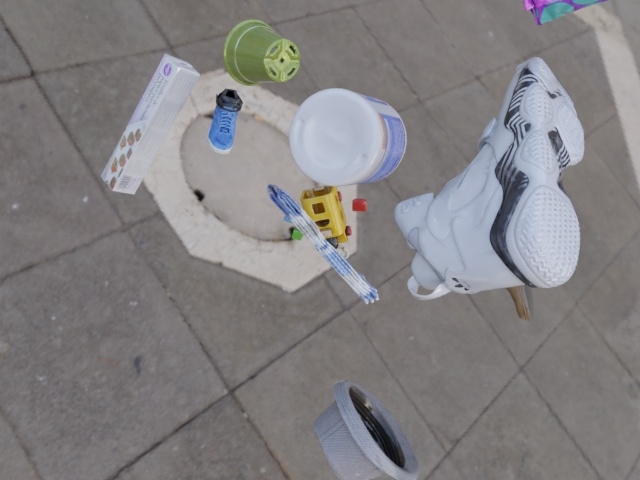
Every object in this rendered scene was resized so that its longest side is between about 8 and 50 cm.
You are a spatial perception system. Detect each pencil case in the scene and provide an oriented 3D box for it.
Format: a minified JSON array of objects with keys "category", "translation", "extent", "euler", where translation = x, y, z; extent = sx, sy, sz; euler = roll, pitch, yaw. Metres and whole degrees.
[{"category":"pencil case","translation":[0.300,-0.287,0.795],"extent":[0.065,0.151,0.070],"euler":[66,30,-22]}]

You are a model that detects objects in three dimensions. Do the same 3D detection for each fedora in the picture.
[{"category":"fedora","translation":[0.078,0.414,1.502],"extent":[0.244,0.124,0.275],"euler":[59,11,32]}]

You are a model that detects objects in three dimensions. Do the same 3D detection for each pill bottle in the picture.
[{"category":"pill bottle","translation":[0.061,-0.170,1.237],"extent":[0.152,0.152,0.272],"euler":[54,18,7]}]

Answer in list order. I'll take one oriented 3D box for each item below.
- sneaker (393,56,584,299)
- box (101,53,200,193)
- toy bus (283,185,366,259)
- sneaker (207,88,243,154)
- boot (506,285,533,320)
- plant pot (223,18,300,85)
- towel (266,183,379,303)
[{"category":"sneaker","translation":[0.214,-0.079,0.942],"extent":[0.137,0.210,0.366],"euler":[42,45,-31]},{"category":"box","translation":[-0.377,-0.250,1.607],"extent":[0.067,0.324,0.063],"euler":[6,33,-52]},{"category":"toy bus","translation":[0.015,-0.042,1.870],"extent":[0.202,0.191,0.104],"euler":[29,24,-6]},{"category":"sneaker","translation":[-0.200,-0.257,1.537],"extent":[0.058,0.085,0.152],"euler":[13,48,-11]},{"category":"boot","translation":[0.506,0.084,2.015],"extent":[0.112,0.115,0.306],"euler":[20,52,-66]},{"category":"plant pot","translation":[-0.067,-0.228,0.906],"extent":[0.083,0.083,0.079],"euler":[4,16,-36]},{"category":"towel","translation":[0.000,0.000,1.429],"extent":[0.285,0.034,0.209],"euler":[48,0,-10]}]
